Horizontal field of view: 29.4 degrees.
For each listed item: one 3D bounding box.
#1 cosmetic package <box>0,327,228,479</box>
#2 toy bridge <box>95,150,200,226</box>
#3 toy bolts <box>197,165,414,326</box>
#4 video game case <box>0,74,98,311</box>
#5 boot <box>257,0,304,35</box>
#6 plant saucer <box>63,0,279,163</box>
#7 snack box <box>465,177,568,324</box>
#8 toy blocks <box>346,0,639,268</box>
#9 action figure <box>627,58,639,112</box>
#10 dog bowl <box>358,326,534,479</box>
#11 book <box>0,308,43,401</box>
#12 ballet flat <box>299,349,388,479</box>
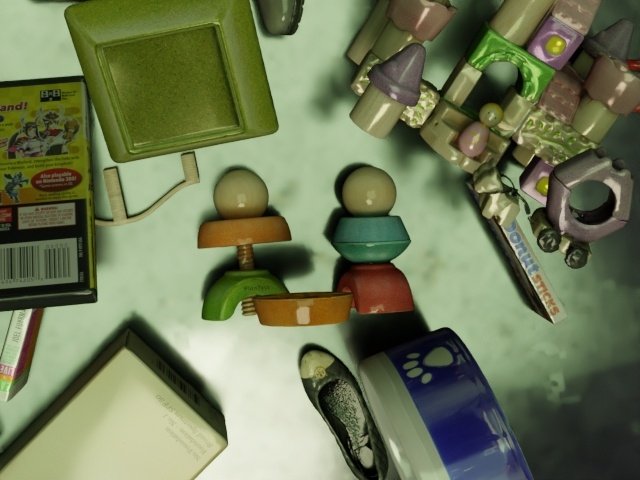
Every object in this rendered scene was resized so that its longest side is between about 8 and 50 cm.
[{"bbox_3d":[-0.261,0.263,1.318,0.160,0.113,0.309,44,90,-9],"label":"cosmetic package"},{"bbox_3d":[-0.223,-0.048,1.326,0.188,0.026,0.063,-12,99,-4],"label":"toy bridge"},{"bbox_3d":[0.000,0.000,1.281,0.228,0.218,0.159,-3,91,-24],"label":"toy bolts"},{"bbox_3d":[-0.370,-0.044,1.248,0.274,0.035,0.248,-5,68,-4],"label":"video game case"},{"bbox_3d":[-0.112,-0.324,1.257,0.161,0.083,0.247,-11,90,-23],"label":"boot"},{"bbox_3d":[-0.151,-0.165,1.260,0.188,0.045,0.188,-11,123,3],"label":"plant saucer"},{"bbox_3d":[0.219,0.009,1.361,0.022,0.064,0.178,-30,99,-1],"label":"snack box"},{"bbox_3d":[0.201,-0.192,1.190,0.288,0.309,0.260,30,111,-9],"label":"toy blocks"},{"bbox_3d":[0.466,-0.164,1.335,0.280,0.139,0.092,1,97,-9],"label":"action figure"},{"bbox_3d":[0.138,0.228,1.279,0.104,0.265,0.265,-24,99,-4],"label":"dog bowl"},{"bbox_3d":[-0.316,0.091,1.297,0.035,0.096,0.144,16,95,-8],"label":"book"},{"bbox_3d":[0.031,0.198,1.371,0.057,0.049,0.173,-30,99,-2],"label":"ballet flat"}]
